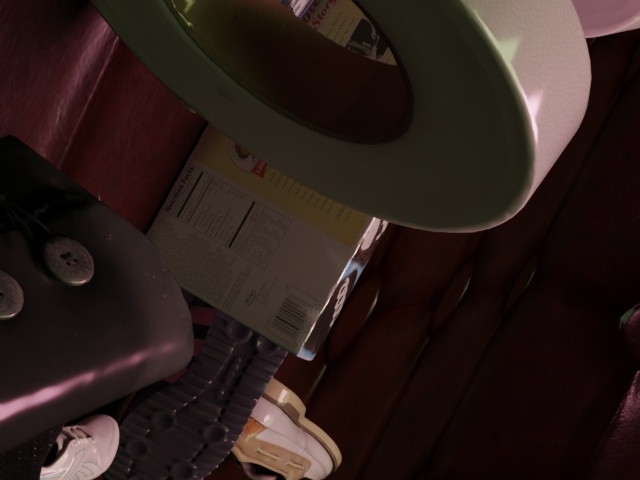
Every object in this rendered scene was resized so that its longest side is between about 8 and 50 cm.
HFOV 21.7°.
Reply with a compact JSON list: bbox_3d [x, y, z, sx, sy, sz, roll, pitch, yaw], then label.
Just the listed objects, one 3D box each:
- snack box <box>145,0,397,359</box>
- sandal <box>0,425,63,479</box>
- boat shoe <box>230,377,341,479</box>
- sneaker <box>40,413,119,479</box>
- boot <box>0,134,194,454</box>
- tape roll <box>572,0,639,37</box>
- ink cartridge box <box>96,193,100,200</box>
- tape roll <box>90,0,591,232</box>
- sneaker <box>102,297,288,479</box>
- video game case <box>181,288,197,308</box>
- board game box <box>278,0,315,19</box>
[{"bbox_3d":[-0.013,-0.076,1.533,0.322,0.187,0.060,-60,163,1],"label":"snack box"},{"bbox_3d":[-0.268,0.179,1.462,0.067,0.040,0.179,-2,135,-26],"label":"sandal"},{"bbox_3d":[-0.061,0.250,2.071,0.103,0.113,0.302,-55,152,-12],"label":"boat shoe"},{"bbox_3d":[-0.237,0.200,1.569,0.152,0.054,0.061,-37,149,-51],"label":"sneaker"},{"bbox_3d":[-0.221,0.130,1.018,0.146,0.367,0.445,-40,173,28],"label":"boot"},{"bbox_3d":[0.322,-0.359,1.928,0.169,0.246,0.246,-21,138,-64],"label":"tape roll"},{"bbox_3d":[-0.209,0.032,1.316,0.143,0.090,0.092,-42,155,-44],"label":"ink cartridge box"},{"bbox_3d":[-0.011,-0.155,1.071,0.072,0.392,0.392,-53,162,-20],"label":"tape roll"},{"bbox_3d":[-0.107,0.124,1.672,0.319,0.112,0.131,-52,-165,16],"label":"sneaker"},{"bbox_3d":[-0.073,-0.002,1.759,0.201,0.023,0.183,-61,163,0],"label":"video game case"},{"bbox_3d":[-0.009,-0.286,1.451,0.243,0.042,0.165,-56,162,-15],"label":"board game box"}]
